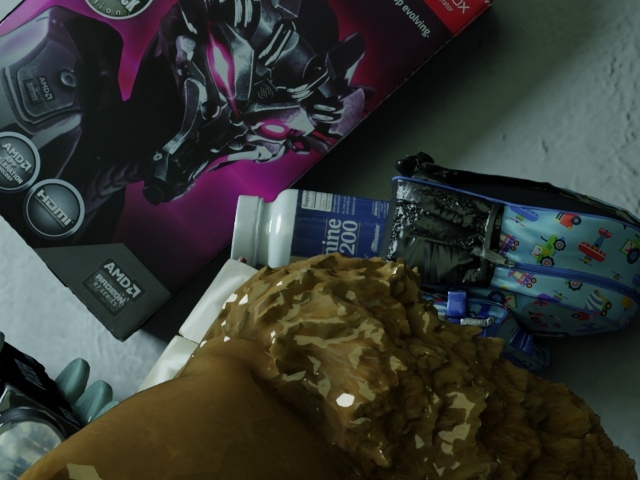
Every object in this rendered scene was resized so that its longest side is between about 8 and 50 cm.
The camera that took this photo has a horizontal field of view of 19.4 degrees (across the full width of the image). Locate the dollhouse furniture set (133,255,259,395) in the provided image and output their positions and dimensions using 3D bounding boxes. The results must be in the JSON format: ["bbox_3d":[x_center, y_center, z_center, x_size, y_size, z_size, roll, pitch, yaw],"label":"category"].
[{"bbox_3d":[-0.003,0.122,1.248,0.183,0.129,0.129,31,84,34],"label":"dollhouse furniture set"}]

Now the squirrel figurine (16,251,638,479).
[{"bbox_3d":[0.034,0.224,1.042,0.370,0.281,0.397,39,75,14],"label":"squirrel figurine"}]

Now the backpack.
[{"bbox_3d":[0.132,0.023,1.219,0.173,0.158,0.117,10,81,17],"label":"backpack"}]

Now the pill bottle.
[{"bbox_3d":[0.000,0.000,1.303,0.120,0.067,0.067,7,69,-1],"label":"pill bottle"}]

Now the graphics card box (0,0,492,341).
[{"bbox_3d":[-0.086,-0.134,1.356,0.371,0.094,0.233,-41,97,5],"label":"graphics card box"}]

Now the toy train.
[{"bbox_3d":[-0.236,0.153,1.269,0.190,0.142,0.334,-59,16,-3],"label":"toy train"}]
